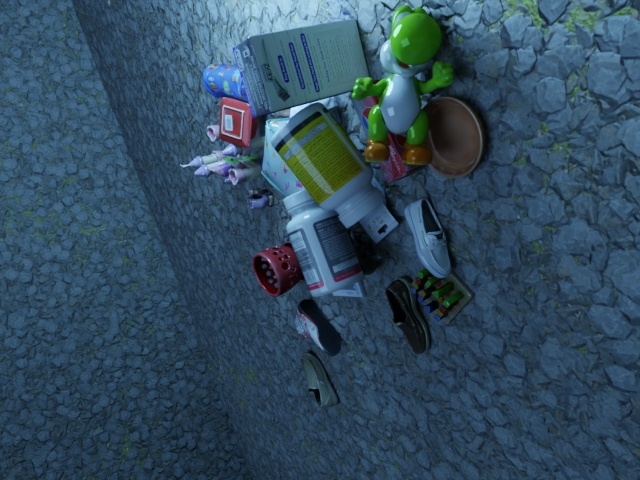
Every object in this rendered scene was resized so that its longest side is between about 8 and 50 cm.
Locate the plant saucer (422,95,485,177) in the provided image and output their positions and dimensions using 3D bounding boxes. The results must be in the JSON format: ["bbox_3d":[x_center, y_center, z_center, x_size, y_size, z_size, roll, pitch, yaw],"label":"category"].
[{"bbox_3d":[0.318,-0.251,1.238,0.200,0.037,0.199,35,138,40],"label":"plant saucer"}]

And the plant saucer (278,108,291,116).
[{"bbox_3d":[-0.121,-0.518,1.710,0.199,0.036,0.198,33,135,40],"label":"plant saucer"}]

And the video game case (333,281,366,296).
[{"bbox_3d":[0.073,0.109,1.850,0.184,0.023,0.201,-7,104,57],"label":"video game case"}]

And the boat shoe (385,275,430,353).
[{"bbox_3d":[0.261,0.245,1.593,0.095,0.095,0.257,-7,104,57],"label":"boat shoe"}]

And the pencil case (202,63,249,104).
[{"bbox_3d":[-0.321,-0.578,1.885,0.306,0.120,0.133,25,128,46],"label":"pencil case"}]

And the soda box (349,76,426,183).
[{"bbox_3d":[0.181,-0.294,1.368,0.092,0.084,0.263,-24,89,58],"label":"soda box"}]

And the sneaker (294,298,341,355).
[{"bbox_3d":[-0.015,0.382,2.100,0.270,0.090,0.145,53,147,26],"label":"sneaker"}]

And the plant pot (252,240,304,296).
[{"bbox_3d":[-0.150,0.109,2.035,0.191,0.174,0.191,33,135,41],"label":"plant pot"}]

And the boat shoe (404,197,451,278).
[{"bbox_3d":[0.299,-0.007,1.382,0.226,0.083,0.076,63,149,6],"label":"boat shoe"}]

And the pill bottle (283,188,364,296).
[{"bbox_3d":[0.000,0.000,1.573,0.176,0.177,0.318,-23,88,58],"label":"pill bottle"}]

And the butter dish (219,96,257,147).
[{"bbox_3d":[-0.283,-0.436,1.866,0.160,0.118,0.160,23,118,29],"label":"butter dish"}]

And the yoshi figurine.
[{"bbox_3d":[0.194,-0.358,1.173,0.203,0.204,0.361,16,107,46],"label":"yoshi figurine"}]

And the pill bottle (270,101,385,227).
[{"bbox_3d":[0.028,-0.208,1.451,0.333,0.188,0.188,52,148,-2],"label":"pill bottle"}]

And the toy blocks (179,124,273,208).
[{"bbox_3d":[-0.376,-0.278,2.032,0.289,0.260,0.308,31,134,42],"label":"toy blocks"}]

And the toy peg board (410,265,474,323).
[{"bbox_3d":[0.324,0.151,1.455,0.161,0.079,0.160,51,145,23],"label":"toy peg board"}]

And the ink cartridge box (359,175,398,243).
[{"bbox_3d":[0.164,-0.098,1.571,0.179,0.045,0.145,53,146,8],"label":"ink cartridge box"}]

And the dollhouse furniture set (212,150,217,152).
[{"bbox_3d":[-0.472,-0.353,2.293,0.114,0.081,0.090,28,132,45],"label":"dollhouse furniture set"}]

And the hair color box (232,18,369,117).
[{"bbox_3d":[-0.041,-0.457,1.344,0.110,0.339,0.185,3,113,54],"label":"hair color box"}]

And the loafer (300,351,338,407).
[{"bbox_3d":[-0.020,0.623,2.259,0.268,0.092,0.102,59,147,12],"label":"loafer"}]

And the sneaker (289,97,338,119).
[{"bbox_3d":[-0.019,-0.462,1.557,0.152,0.114,0.304,2,102,15],"label":"sneaker"}]

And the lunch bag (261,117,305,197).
[{"bbox_3d":[-0.075,-0.257,1.702,0.262,0.160,0.223,49,144,35],"label":"lunch bag"}]

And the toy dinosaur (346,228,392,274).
[{"bbox_3d":[0.117,0.055,1.687,0.314,0.121,0.160,1,116,34],"label":"toy dinosaur"}]
